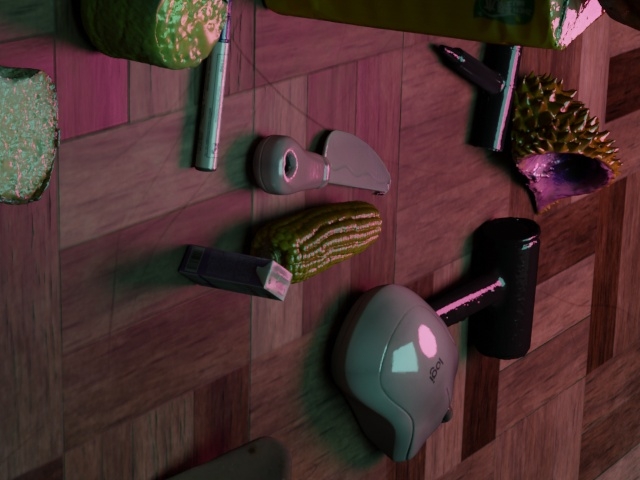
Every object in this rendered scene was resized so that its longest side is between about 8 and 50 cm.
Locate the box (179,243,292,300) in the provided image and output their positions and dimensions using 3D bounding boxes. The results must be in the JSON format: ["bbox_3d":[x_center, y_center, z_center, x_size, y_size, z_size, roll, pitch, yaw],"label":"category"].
[{"bbox_3d":[-0.093,0.036,1.894,0.050,0.117,0.036,40,64,-58],"label":"box"}]

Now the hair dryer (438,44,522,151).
[{"bbox_3d":[0.210,-0.214,2.369,0.195,0.050,0.173,1,98,-54],"label":"hair dryer"}]

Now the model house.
[{"bbox_3d":[-0.115,0.355,1.977,0.229,0.122,0.188,-24,134,-37],"label":"model house"}]

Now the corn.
[{"bbox_3d":[0.000,0.000,2.068,0.231,0.080,0.080,-18,115,-56],"label":"corn"}]

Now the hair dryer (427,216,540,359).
[{"bbox_3d":[0.218,0.088,2.466,0.251,0.089,0.197,-18,118,-45],"label":"hair dryer"}]

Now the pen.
[{"bbox_3d":[-0.115,-0.177,1.875,0.025,0.025,0.204,-6,105,-57],"label":"pen"}]

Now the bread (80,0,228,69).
[{"bbox_3d":[-0.168,-0.227,1.691,0.129,0.114,0.111,24,86,-55],"label":"bread"}]

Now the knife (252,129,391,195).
[{"bbox_3d":[0.010,-0.096,2.107,0.336,0.043,0.081,-3,96,-64],"label":"knife"}]

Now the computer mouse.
[{"bbox_3d":[0.120,0.179,2.287,0.184,0.121,0.297,-62,144,-27],"label":"computer mouse"}]

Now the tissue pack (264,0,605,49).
[{"bbox_3d":[0.156,-0.366,1.906,0.293,0.382,0.228,-40,130,-45],"label":"tissue pack"}]

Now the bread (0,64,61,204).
[{"bbox_3d":[-0.301,-0.100,1.589,0.126,0.044,0.129,4,100,-51],"label":"bread"}]

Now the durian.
[{"bbox_3d":[0.351,-0.160,2.539,0.260,0.154,0.186,19,53,-76],"label":"durian"}]

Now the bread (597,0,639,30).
[{"bbox_3d":[0.404,-0.318,1.791,0.123,0.190,0.244,65,43,-64],"label":"bread"}]
